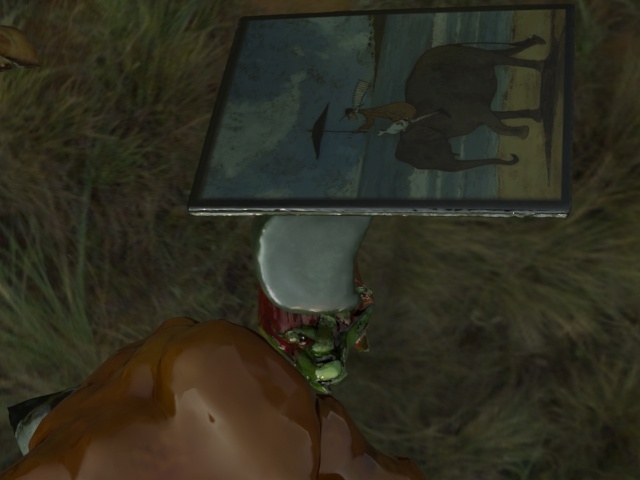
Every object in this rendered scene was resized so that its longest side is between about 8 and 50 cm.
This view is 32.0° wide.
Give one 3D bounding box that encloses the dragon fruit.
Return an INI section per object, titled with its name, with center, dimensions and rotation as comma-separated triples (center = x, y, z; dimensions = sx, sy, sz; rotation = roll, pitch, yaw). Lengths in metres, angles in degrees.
[dragon fruit]
center = 0.004, 0.092, 1.659
dimensions = 0.198, 0.269, 0.200
rotation = 30, 97, -32

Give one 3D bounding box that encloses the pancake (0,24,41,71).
[pancake]
center = -0.428, -0.228, 1.289
dimensions = 0.212, 0.257, 0.056
rotation = 1, 91, -20

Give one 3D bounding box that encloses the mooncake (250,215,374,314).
[mooncake]
center = 0.000, 0.000, 1.311
dimensions = 0.168, 0.104, 0.175
rotation = 38, 110, -19

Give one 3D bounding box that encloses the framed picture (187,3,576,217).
[framed picture]
center = 0.063, -0.126, 1.051
dimensions = 0.347, 0.016, 0.265
rotation = 1, 54, 14

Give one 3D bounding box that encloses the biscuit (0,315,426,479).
[biscuit]
center = -0.050, 0.208, 0.321
dimensions = 0.312, 0.111, 0.318
rotation = -41, 124, -43

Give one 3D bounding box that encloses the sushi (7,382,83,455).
[sushi]
center = -0.297, 0.263, 1.470
dimensions = 0.134, 0.273, 0.109
rotation = 45, 36, -34
